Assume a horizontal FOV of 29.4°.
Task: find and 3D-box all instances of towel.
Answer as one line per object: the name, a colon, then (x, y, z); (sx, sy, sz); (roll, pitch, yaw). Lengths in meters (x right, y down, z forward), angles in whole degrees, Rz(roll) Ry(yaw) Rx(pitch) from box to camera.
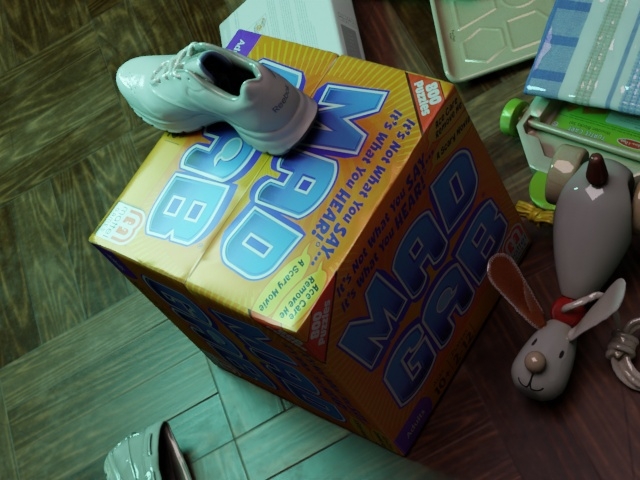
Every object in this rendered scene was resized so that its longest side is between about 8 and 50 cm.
towel: (0.437, -0.270, 1.673); (0.285, 0.034, 0.209); (15, 80, 35)

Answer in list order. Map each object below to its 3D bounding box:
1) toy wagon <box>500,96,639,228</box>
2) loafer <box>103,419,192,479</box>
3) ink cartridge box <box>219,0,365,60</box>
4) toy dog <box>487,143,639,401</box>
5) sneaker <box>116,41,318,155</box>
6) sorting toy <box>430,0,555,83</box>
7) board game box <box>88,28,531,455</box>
toy wagon: (0.384, -0.150, 1.703); (0.267, 0.068, 0.344); (24, 72, 36)
loafer: (-0.188, 0.366, 1.610); (0.111, 0.112, 0.319); (-43, 49, 5)
ink cartridge box: (-0.051, -0.321, 2.029); (0.261, 0.066, 0.296); (-38, 47, 35)
toy dog: (0.321, 0.022, 1.505); (0.220, 0.161, 0.334); (-4, 71, 21)
sneaker: (-0.141, -0.196, 1.490); (0.297, 0.129, 0.111); (12, 67, 35)
sorting toy: (0.285, -0.340, 1.905); (0.208, 0.038, 0.193); (-15, 53, 12)
board game box: (0.000, 0.000, 1.603); (0.356, 0.356, 0.356); (21, 70, 36)
